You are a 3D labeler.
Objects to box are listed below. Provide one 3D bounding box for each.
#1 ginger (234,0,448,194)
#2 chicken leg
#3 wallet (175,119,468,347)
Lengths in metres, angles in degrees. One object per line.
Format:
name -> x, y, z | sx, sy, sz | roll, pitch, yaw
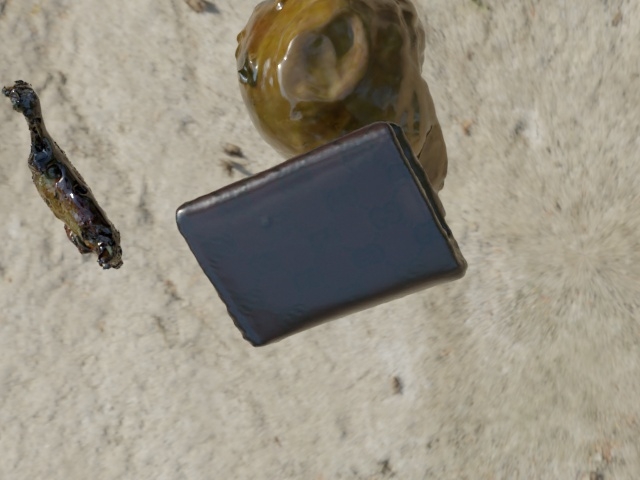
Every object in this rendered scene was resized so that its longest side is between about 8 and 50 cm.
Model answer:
ginger -> 0.021, -0.158, 1.184 | 0.223, 0.200, 0.269 | -11, 108, -14
chicken leg -> -0.301, -0.073, 1.237 | 0.051, 0.106, 0.253 | -36, 117, -21
wallet -> 0.000, 0.000, 0.979 | 0.229, 0.049, 0.182 | -21, 121, 15
